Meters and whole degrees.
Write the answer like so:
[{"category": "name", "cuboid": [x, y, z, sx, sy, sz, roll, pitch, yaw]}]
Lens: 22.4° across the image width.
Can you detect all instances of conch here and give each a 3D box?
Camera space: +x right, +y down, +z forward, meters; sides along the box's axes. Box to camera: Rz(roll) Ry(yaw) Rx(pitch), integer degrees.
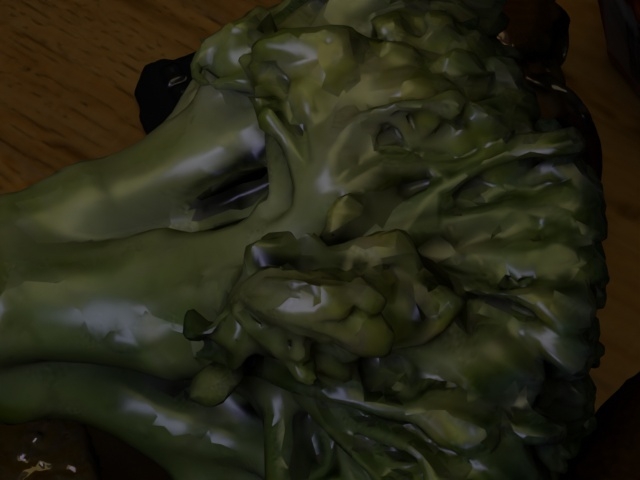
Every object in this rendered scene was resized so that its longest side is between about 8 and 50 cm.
[{"category": "conch", "cuboid": [0.087, -0.037, 0.748, 0.086, 0.080, 0.232, -13, 69, 12]}]

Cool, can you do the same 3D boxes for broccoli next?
[{"category": "broccoli", "cuboid": [-0.026, 0.000, 0.593, 0.246, 0.288, 0.247, 2, 91, -22]}]

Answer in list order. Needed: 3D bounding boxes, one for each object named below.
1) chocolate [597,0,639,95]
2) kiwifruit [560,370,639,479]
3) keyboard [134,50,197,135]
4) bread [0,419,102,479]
[{"category": "chocolate", "cuboid": [0.278, -0.087, 0.754, 0.235, 0.108, 0.237, -27, 60, -13]}, {"category": "kiwifruit", "cuboid": [0.154, 0.148, 0.565, 0.196, 0.196, 0.234, 22, 70, 14]}, {"category": "keyboard", "cuboid": [0.000, 0.000, 0.761, 0.106, 0.016, 0.262, -21, 61, -11]}, {"category": "bread", "cuboid": [-0.153, 0.108, 0.653, 0.138, 0.102, 0.196, -15, 61, -4]}]
